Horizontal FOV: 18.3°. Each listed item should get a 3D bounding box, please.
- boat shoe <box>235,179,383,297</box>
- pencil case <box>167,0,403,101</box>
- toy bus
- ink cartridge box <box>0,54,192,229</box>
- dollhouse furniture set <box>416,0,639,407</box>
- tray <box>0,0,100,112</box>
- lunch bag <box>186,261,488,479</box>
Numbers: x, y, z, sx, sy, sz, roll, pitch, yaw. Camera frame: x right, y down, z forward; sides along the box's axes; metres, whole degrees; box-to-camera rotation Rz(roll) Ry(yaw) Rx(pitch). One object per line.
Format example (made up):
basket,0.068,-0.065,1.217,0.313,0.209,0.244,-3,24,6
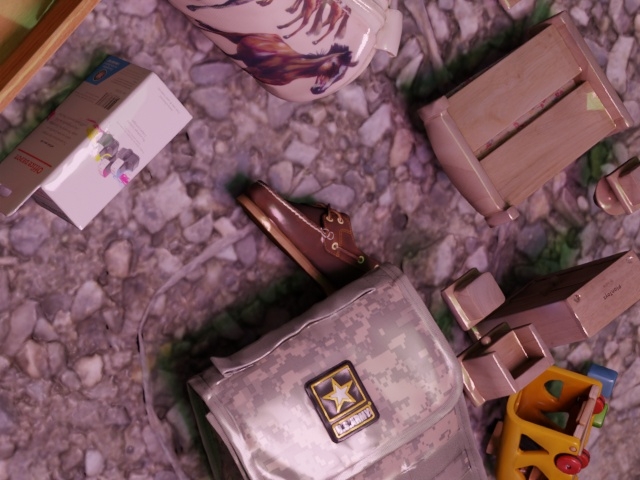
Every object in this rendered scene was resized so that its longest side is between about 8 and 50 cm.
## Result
boat shoe,0.000,0.000,1.935,0.073,0.073,0.207,-45,130,0
pencil case,-0.095,-0.282,1.713,0.410,0.183,0.160,40,72,-43
toy bus,0.231,0.221,2.102,0.104,0.191,0.202,19,93,12
ink cartridge box,-0.213,-0.076,1.776,0.181,0.104,0.061,-46,119,-11
dollhouse furniture set,0.152,-0.055,1.994,0.303,0.174,0.355,-35,97,-31
tray,-0.374,-0.149,1.667,0.203,0.076,0.411,46,75,-25
lunch bag,0.017,0.187,1.910,0.235,0.169,0.287,-30,128,-16
